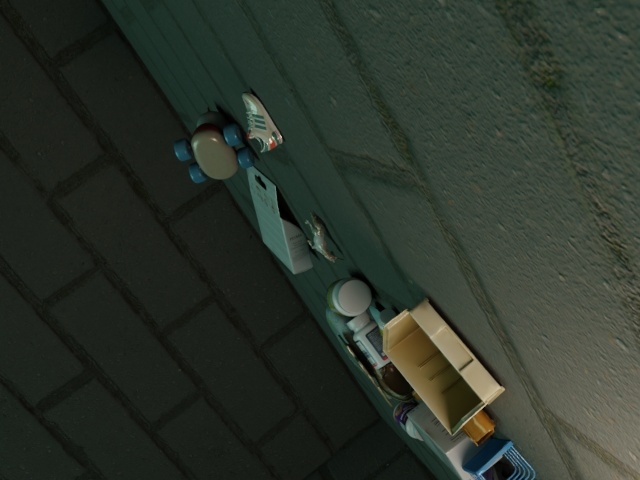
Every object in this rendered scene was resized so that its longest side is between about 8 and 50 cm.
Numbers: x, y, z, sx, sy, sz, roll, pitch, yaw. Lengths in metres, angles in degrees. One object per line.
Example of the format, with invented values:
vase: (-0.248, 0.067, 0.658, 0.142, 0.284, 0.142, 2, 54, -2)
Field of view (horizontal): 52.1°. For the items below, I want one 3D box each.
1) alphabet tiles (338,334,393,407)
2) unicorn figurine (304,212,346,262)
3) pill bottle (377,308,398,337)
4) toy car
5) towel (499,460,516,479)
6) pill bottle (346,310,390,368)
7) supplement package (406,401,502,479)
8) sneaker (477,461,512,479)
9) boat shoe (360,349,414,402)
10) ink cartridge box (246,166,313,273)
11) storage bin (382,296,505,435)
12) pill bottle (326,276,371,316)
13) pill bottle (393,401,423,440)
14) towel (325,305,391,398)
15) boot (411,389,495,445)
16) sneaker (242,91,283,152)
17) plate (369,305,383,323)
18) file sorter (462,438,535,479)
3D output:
alphabet tiles: (0.166, 0.491, 2.489, 0.285, 0.011, 0.342, 54, 176, -5)
unicorn figurine: (0.000, 0.000, 1.988, 0.111, 0.060, 0.161, 45, 168, 47)
pill bottle: (0.196, 0.237, 1.855, 0.065, 0.065, 0.116, 49, 169, 30)
toy car: (-0.359, -0.353, 2.254, 0.210, 0.219, 0.237, 63, -163, -46)
towel: (0.530, 0.687, 1.935, 0.197, 0.029, 0.144, 49, 169, 28)
pill bottle: (0.171, 0.322, 2.159, 0.180, 0.108, 0.108, 54, 171, 5)
supplement package: (0.381, 0.559, 1.883, 0.139, 0.134, 0.244, 58, 171, -20)
sneaker: (0.515, 0.705, 1.734, 0.107, 0.124, 0.283, 35, -170, -37)
boat shoe: (0.225, 0.447, 2.337, 0.307, 0.111, 0.104, 46, 168, 40)
ink cartridge box: (-0.161, -0.103, 2.473, 0.308, 0.091, 0.384, 43, 149, 53)
storage bin: (0.270, 0.288, 1.487, 0.262, 0.123, 0.260, 51, 171, 20)
pill bottle: (0.088, 0.172, 1.997, 0.119, 0.119, 0.208, 54, 171, 0)
pill bottle: (0.372, 0.713, 2.583, 0.108, 0.108, 0.193, 57, 170, -15)
towel: (0.178, 0.454, 2.696, 0.320, 0.090, 0.374, 39, 163, 48)
boot: (0.351, 0.449, 1.730, 0.211, 0.104, 0.295, 52, 167, 16)
sneaker: (-0.165, -0.299, 1.674, 0.161, 0.075, 0.057, 57, 171, -18)
plate: (0.216, 0.270, 2.009, 0.188, 0.024, 0.188, 52, 170, 13)
file sorter: (0.455, 0.588, 1.675, 0.104, 0.118, 0.170, 49, 170, 11)
